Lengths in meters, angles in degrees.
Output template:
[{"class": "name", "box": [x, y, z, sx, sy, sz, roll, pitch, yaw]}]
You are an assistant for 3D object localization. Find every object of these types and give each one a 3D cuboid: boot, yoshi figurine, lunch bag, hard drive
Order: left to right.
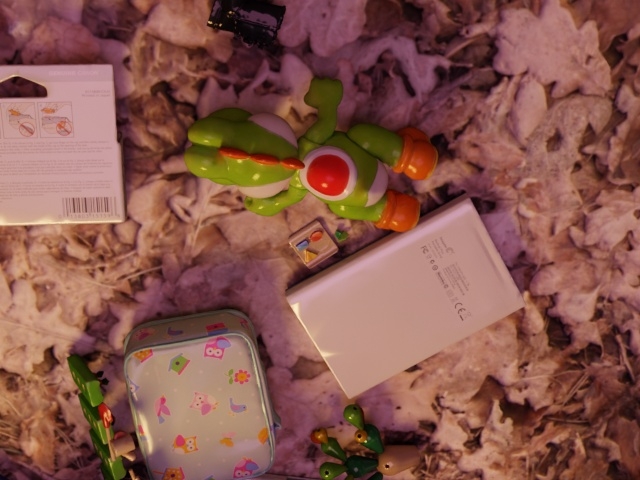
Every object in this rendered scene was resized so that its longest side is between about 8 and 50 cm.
[{"class": "lunch bag", "box": [-0.181, 0.251, 1.816, 0.224, 0.108, 0.279, -12, 114, -6]}, {"class": "boot", "box": [-0.097, -0.331, 1.626, 0.099, 0.045, 0.121, 17, 116, -10]}, {"class": "yoshi figurine", "box": [-0.032, -0.121, 1.678, 0.362, 0.203, 0.203, 10, 152, -24]}, {"class": "hard drive", "box": [0.134, 0.089, 1.819, 0.319, 0.040, 0.210, -29, 111, 6]}]

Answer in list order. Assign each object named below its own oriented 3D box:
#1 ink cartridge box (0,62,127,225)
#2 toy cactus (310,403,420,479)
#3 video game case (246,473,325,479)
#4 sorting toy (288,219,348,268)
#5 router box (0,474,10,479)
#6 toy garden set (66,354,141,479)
[{"class": "ink cartridge box", "box": [-0.421, -0.140, 1.662, 0.275, 0.060, 0.239, -1, 111, -5]}, {"class": "toy cactus", "box": [0.073, 0.367, 1.900, 0.180, 0.112, 0.219, -5, 93, -28]}, {"class": "video game case", "box": [-0.009, 0.498, 1.977, 0.285, 0.025, 0.204, 8, 111, -9]}, {"class": "sorting toy", "box": [0.000, 0.000, 1.785, 0.083, 0.012, 0.062, -33, 111, 8]}, {"class": "router box", "box": [-0.632, 0.489, 1.880, 0.335, 0.082, 0.301, 36, 104, -17]}, {"class": "toy garden set", "box": [-0.308, 0.312, 1.786, 0.049, 0.204, 0.244, -21, 115, -21]}]
